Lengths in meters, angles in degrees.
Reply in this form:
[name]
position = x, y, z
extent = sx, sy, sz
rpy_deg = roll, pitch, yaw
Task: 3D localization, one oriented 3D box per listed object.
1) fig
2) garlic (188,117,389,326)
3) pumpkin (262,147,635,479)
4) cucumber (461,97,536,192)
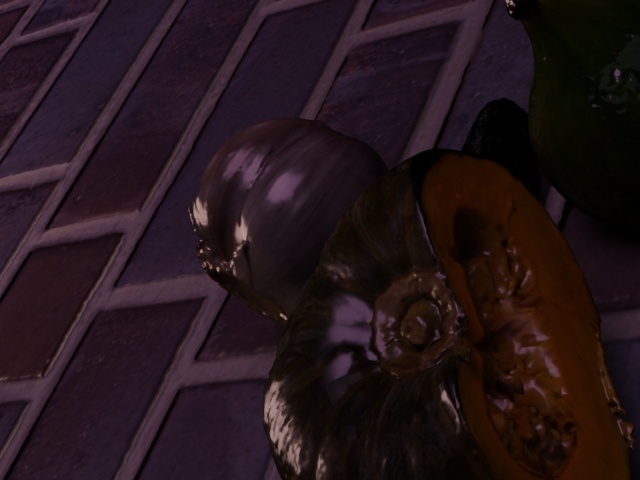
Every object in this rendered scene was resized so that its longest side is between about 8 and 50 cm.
[fig]
position = 0.247, -0.136, 1.226
extent = 0.203, 0.235, 0.203
rpy_deg = -29, 30, 18
[garlic]
position = 0.000, 0.000, 1.361
extent = 0.207, 0.207, 0.257
rpy_deg = -15, -5, 29
[pumpkin]
position = 0.088, 0.116, 1.098
extent = 0.232, 0.242, 0.325
rpy_deg = -40, 38, 37
[cucumber]
position = 0.143, -0.026, 1.328
extent = 0.081, 0.072, 0.303
rpy_deg = -12, 39, 34
